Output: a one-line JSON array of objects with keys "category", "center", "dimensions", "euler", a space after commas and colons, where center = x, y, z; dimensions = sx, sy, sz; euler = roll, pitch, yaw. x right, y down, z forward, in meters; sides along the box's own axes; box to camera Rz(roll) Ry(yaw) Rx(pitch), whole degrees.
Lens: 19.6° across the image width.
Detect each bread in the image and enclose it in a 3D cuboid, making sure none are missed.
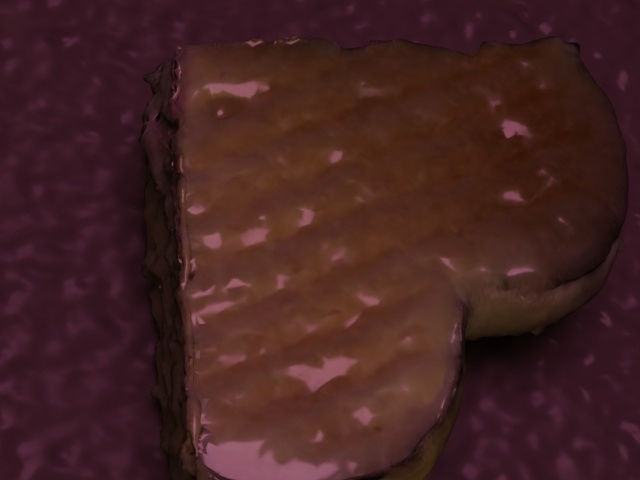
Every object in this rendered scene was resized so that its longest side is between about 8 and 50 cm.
[{"category": "bread", "center": [0.000, 0.000, 0.634], "dimensions": [0.172, 0.064, 0.232], "euler": [35, 54, 13]}]
